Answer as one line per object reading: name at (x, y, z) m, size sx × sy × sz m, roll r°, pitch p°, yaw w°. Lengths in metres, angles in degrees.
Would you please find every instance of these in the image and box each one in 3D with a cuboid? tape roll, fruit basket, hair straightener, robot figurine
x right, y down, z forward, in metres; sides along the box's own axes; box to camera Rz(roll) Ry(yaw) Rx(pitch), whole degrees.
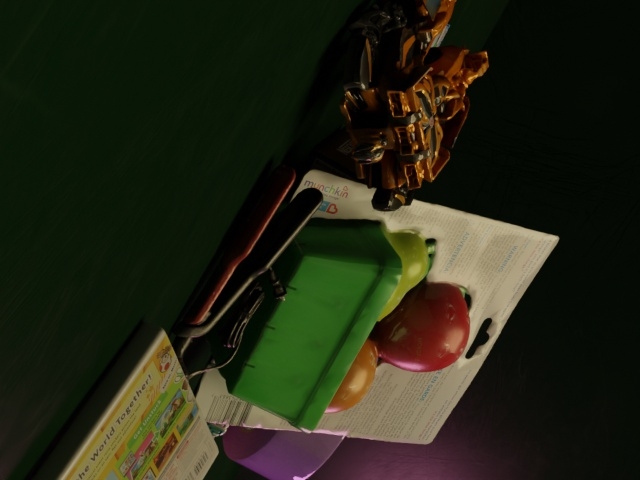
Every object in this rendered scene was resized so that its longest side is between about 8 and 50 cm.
tape roll at (-0.031, 0.213, 1.655) m, size 0.275 × 0.090 × 0.275 m, roll -50°, pitch -161°, yaw 24°
fruit basket at (0.059, 0.087, 1.292) m, size 0.353 × 0.165 × 0.327 m, roll 9°, pitch 119°, yaw -37°
hair straightener at (-0.064, 0.045, 1.095) m, size 0.047 × 0.089 × 0.230 m, roll 21°, pitch -102°, yaw 56°
robot figurine at (0.098, -0.163, 1.158) m, size 0.291 × 0.085 × 0.211 m, roll -63°, pitch 145°, yaw -48°

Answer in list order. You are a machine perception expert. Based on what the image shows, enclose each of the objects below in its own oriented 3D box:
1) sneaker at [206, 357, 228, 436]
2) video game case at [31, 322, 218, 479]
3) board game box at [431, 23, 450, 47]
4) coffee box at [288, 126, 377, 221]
sneaker at (-0.124, 0.175, 1.486) m, size 0.166 × 0.065 × 0.076 m, roll -59°, pitch -168°, yaw 31°
video game case at (-0.172, 0.214, 0.949) m, size 0.227 × 0.026 × 0.206 m, roll -57°, pitch 152°, yaw -30°
board game box at (0.111, -0.228, 1.516) m, size 0.160 × 0.039 × 0.211 m, roll -61°, pitch 175°, yaw 12°
coffee box at (0.000, 0.000, 1.388) m, size 0.247 × 0.098 × 0.141 m, roll -62°, pitch 174°, yaw 22°
